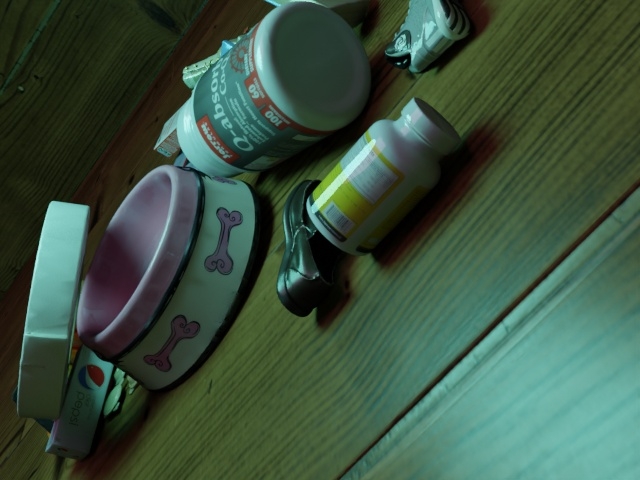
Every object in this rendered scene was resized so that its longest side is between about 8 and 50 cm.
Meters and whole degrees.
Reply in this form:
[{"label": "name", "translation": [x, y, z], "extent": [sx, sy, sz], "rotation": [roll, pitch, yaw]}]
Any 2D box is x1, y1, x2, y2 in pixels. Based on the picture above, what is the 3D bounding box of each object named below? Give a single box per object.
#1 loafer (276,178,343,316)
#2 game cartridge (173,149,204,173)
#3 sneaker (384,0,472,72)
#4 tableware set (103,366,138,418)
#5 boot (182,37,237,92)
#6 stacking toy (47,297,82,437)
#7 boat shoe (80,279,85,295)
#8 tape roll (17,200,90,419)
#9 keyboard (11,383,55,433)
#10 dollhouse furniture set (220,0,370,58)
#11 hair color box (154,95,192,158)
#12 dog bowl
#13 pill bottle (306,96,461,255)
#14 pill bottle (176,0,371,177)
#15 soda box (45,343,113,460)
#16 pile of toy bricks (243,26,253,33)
[{"label": "loafer", "translation": [0.000, 0.000, 0.992], "extent": [0.078, 0.080, 0.220], "rotation": [-28, 41, 33]}, {"label": "game cartridge", "translation": [-0.300, -0.233, 1.872], "extent": [0.230, 0.068, 0.355], "rotation": [-37, 31, 47]}, {"label": "sneaker", "translation": [0.137, -0.323, 1.099], "extent": [0.132, 0.086, 0.229], "rotation": [-46, 27, 30]}, {"label": "tableware set", "translation": [-0.376, 0.257, 1.463], "extent": [0.141, 0.020, 0.169], "rotation": [-48, 27, 22]}, {"label": "boot", "translation": [-0.225, -0.372, 1.624], "extent": [0.165, 0.077, 0.213], "rotation": [-18, 9, 14]}, {"label": "stacking toy", "translation": [-0.522, 0.279, 1.599], "extent": [0.165, 0.175, 0.302], "rotation": [-27, 52, 60]}, {"label": "boat shoe", "translation": [-0.630, 0.233, 1.861], "extent": [0.324, 0.120, 0.122], "rotation": [-55, 23, 6]}, {"label": "tape roll", "translation": [-0.475, 0.123, 1.350], "extent": [0.392, 0.072, 0.392], "rotation": [-172, 90, -73]}, {"label": "keyboard", "translation": [-0.537, 0.330, 1.522], "extent": [0.108, 0.180, 0.023], "rotation": [-56, -12, 11]}, {"label": "dollhouse furniture set", "translation": [-0.031, -0.376, 1.504], "extent": [0.286, 0.198, 0.303], "rotation": [-33, -30, -46]}, {"label": "hair color box", "translation": [-0.352, -0.286, 1.902], "extent": [0.167, 0.053, 0.093], "rotation": [-28, 39, 47]}, {"label": "dog bowl", "translation": [-0.281, 0.048, 1.318], "extent": [0.408, 0.150, 0.408], "rotation": [-39, 36, 36]}, {"label": "pill bottle", "translation": [0.076, -0.076, 0.887], "extent": [0.184, 0.103, 0.103], "rotation": [-47, 26, 23]}, {"label": "pill bottle", "translation": [-0.096, -0.236, 1.286], "extent": [0.363, 0.210, 0.210], "rotation": [-21, 42, 54]}, {"label": "soda box", "translation": [-0.465, 0.311, 1.469], "extent": [0.069, 0.073, 0.216], "rotation": [-43, 32, 49]}, {"label": "pile of toy bricks", "translation": [-0.133, -0.465, 1.766], "extent": [0.118, 0.105, 0.212], "rotation": [-50, 25, 18]}]
